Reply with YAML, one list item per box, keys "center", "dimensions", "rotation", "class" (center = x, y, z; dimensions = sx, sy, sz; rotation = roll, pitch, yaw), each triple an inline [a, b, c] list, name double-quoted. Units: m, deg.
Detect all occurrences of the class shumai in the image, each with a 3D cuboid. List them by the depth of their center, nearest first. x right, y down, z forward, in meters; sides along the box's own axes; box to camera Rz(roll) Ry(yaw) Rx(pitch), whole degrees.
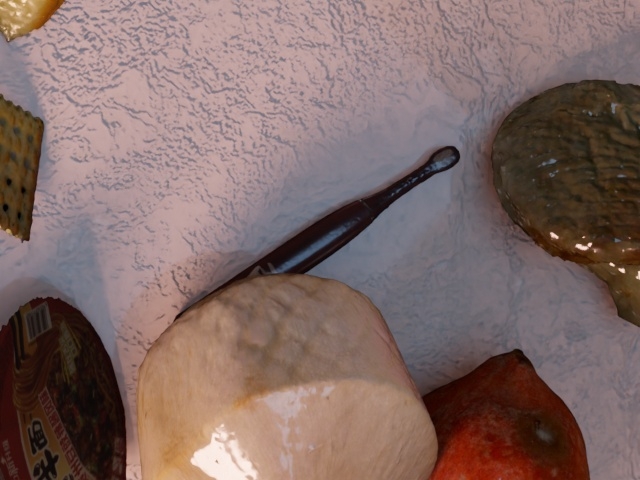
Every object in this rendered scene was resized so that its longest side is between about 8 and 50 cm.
- center: [0.312, -0.034, 1.536]
  dimensions: [0.222, 0.204, 0.272]
  rotation: [-32, 65, -12]
  class: "shumai"

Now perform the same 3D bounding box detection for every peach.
- center: [0.176, 0.240, 1.459]
  dimensions: [0.232, 0.232, 0.257]
  rotation: [6, 100, -14]
  class: "peach"

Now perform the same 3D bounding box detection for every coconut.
- center: [-0.039, 0.199, 1.346]
  dimensions: [0.328, 0.329, 0.329]
  rotation: [-1, 94, -13]
  class: "coconut"

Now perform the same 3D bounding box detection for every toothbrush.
- center: [0.000, 0.000, 1.495]
  dimensions: [0.364, 0.041, 0.041]
  rotation: [-34, 101, -10]
  class: "toothbrush"

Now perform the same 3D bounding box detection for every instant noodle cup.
- center: [-0.288, 0.192, 1.354]
  dimensions: [0.090, 0.274, 0.274]
  rotation: [-7, 96, 19]
  class: "instant noodle cup"

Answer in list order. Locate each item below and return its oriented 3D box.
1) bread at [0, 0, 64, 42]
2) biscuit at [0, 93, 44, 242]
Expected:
- center: [-0.268, -0.406, 1.398]
  dimensions: [0.233, 0.245, 0.361]
  rotation: [39, 115, -14]
  class: "bread"
- center: [-0.346, -0.095, 1.323]
  dimensions: [0.016, 0.231, 0.139]
  rotation: [-6, 69, 28]
  class: "biscuit"
